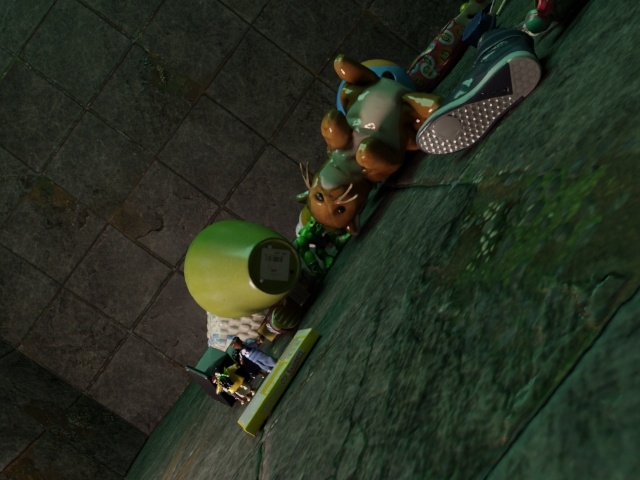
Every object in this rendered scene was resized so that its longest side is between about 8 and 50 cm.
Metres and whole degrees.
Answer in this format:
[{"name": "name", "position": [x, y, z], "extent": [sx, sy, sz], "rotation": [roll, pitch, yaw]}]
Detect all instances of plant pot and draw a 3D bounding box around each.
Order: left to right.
[{"name": "plant pot", "position": [-0.174, 0.068, 1.315], "extent": [0.274, 0.275, 0.294], "rotation": [-56, 20, -20]}]

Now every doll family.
[{"name": "doll family", "position": [-0.175, 0.280, 1.139], "extent": [0.193, 0.111, 0.076], "rotation": [-52, 6, 10]}]

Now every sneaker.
[{"name": "sneaker", "position": [-0.096, 0.197, 1.247], "extent": [0.084, 0.070, 0.185], "rotation": [-50, -3, 11]}, {"name": "sneaker", "position": [0.255, -0.248, 0.858], "extent": [0.226, 0.086, 0.163], "rotation": [-37, 26, 39]}]

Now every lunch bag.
[{"name": "lunch bag", "position": [0.431, -0.681, 1.944], "extent": [0.258, 0.120, 0.293], "rotation": [-55, 5, -23]}, {"name": "lunch bag", "position": [0.466, -0.611, 1.522], "extent": [0.098, 0.065, 0.067], "rotation": [-40, 30, 62]}]

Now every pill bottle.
[{"name": "pill bottle", "position": [0.017, -0.076, 1.590], "extent": [0.136, 0.136, 0.245], "rotation": [-58, 7, -37]}]

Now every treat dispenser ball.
[{"name": "treat dispenser ball", "position": [0.202, -0.500, 1.870], "extent": [0.288, 0.288, 0.288], "rotation": [-53, 6, 8]}]

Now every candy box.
[{"name": "candy box", "position": [-0.076, 0.251, 0.942], "extent": [0.205, 0.027, 0.105], "rotation": [-55, 3, -18]}, {"name": "candy box", "position": [-0.088, 0.171, 1.403], "extent": [0.186, 0.053, 0.109], "rotation": [-50, 6, 22]}]

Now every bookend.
[{"name": "bookend", "position": [-0.230, 0.298, 1.276], "extent": [0.156, 0.072, 0.157], "rotation": [-58, -34, -30]}]

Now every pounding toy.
[{"name": "pounding toy", "position": [0.523, -0.788, 1.660], "extent": [0.154, 0.154, 0.269], "rotation": [-57, 6, -32]}]

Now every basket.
[{"name": "basket", "position": [-0.262, 0.211, 1.663], "extent": [0.255, 0.201, 0.288], "rotation": [141, 133, -66]}]

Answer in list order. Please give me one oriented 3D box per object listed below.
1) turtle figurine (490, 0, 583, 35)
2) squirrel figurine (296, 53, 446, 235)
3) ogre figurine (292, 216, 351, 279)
[{"name": "turtle figurine", "position": [0.372, -0.408, 0.853], "extent": [0.234, 0.118, 0.175], "rotation": [-53, -35, -12]}, {"name": "squirrel figurine", "position": [0.110, -0.201, 1.297], "extent": [0.370, 0.281, 0.397], "rotation": [-63, -10, 8]}, {"name": "ogre figurine", "position": [0.000, 0.000, 1.372], "extent": [0.197, 0.118, 0.097], "rotation": [-55, 6, -11]}]
